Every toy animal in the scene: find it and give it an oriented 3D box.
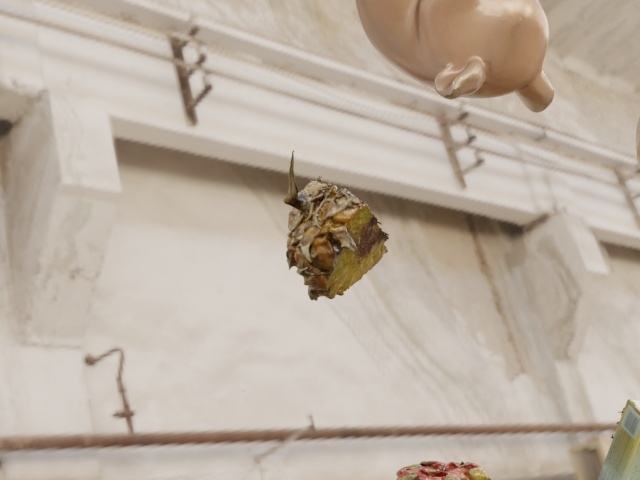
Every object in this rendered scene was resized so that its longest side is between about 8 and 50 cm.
[{"bbox_3d":[0.165,-0.285,1.191,0.195,0.256,0.212,0,-64,-41],"label":"toy animal"}]

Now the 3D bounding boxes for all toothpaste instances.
[{"bbox_3d":[0.498,0.423,1.656,0.071,0.312,0.089,14,13,-12],"label":"toothpaste"}]

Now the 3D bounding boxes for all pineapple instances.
[{"bbox_3d":[-0.004,-0.003,1.553,0.161,0.158,0.334,-50,-10,-2],"label":"pineapple"}]

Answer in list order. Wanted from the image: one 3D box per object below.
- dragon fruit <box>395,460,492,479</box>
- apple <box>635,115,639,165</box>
[{"bbox_3d":[0.223,0.547,1.909,0.291,0.250,0.269,-50,9,5],"label":"dragon fruit"},{"bbox_3d":[0.671,-0.115,1.603,0.334,0.400,0.400,-18,-24,2],"label":"apple"}]
